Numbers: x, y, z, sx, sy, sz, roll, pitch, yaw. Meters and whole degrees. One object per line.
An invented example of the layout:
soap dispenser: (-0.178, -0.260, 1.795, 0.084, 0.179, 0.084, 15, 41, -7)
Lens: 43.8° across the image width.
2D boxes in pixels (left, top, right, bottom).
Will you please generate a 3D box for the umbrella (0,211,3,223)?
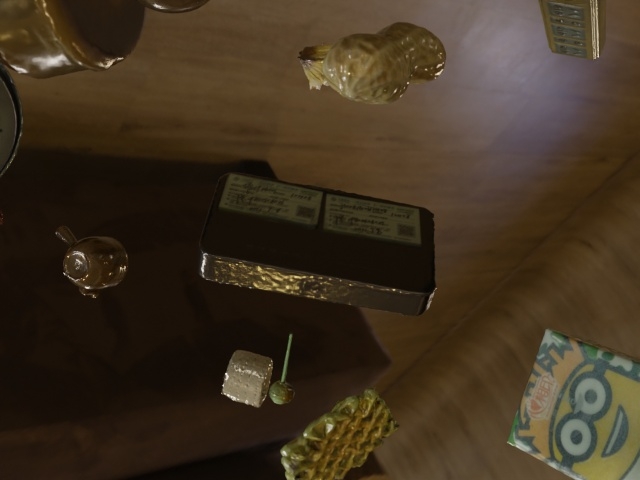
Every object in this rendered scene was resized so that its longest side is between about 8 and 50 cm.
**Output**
umbrella: (-0.654, -0.086, 1.470, 0.025, 0.027, 0.165, -39, 112, 16)

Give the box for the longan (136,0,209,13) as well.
longan: (-0.229, -0.444, 1.256, 0.187, 0.167, 0.167, 4, 167, 26)

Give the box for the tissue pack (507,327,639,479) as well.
tissue pack: (0.485, 0.302, 1.326, 0.128, 0.311, 0.228, 17, 92, -36)

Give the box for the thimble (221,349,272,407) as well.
thimble: (-0.156, 0.294, 1.708, 0.102, 0.090, 0.115, -65, 169, -65)

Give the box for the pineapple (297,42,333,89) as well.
pineapple: (-0.002, -0.405, 1.853, 0.116, 0.069, 0.137, 27, 140, -18)

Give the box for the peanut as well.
peanut: (0.126, -0.320, 1.438, 0.120, 0.136, 0.298, -21, -175, 46)

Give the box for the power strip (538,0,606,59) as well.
power strip: (0.381, -0.353, 1.205, 0.387, 0.092, 0.066, 17, 91, -69)

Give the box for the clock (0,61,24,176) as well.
clock: (-0.567, -0.174, 1.127, 0.281, 0.280, 0.055, -17, 176, -26)

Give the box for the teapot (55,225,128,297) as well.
teapot: (-0.304, 0.025, 1.011, 0.085, 0.110, 0.080, -60, 164, 12)

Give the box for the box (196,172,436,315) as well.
box: (0.000, 0.000, 1.213, 0.350, 0.211, 0.058, 10, 130, -1)

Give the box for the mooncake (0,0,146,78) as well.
mooncake: (-0.514, -0.504, 1.483, 0.246, 0.393, 0.394, -7, 125, 13)

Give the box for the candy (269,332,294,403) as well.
candy: (-0.082, 0.305, 1.902, 0.061, 0.061, 0.202, -10, 122, -36)

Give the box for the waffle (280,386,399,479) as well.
waffle: (0.029, 0.337, 1.334, 0.204, 0.054, 0.223, -40, 144, -7)
